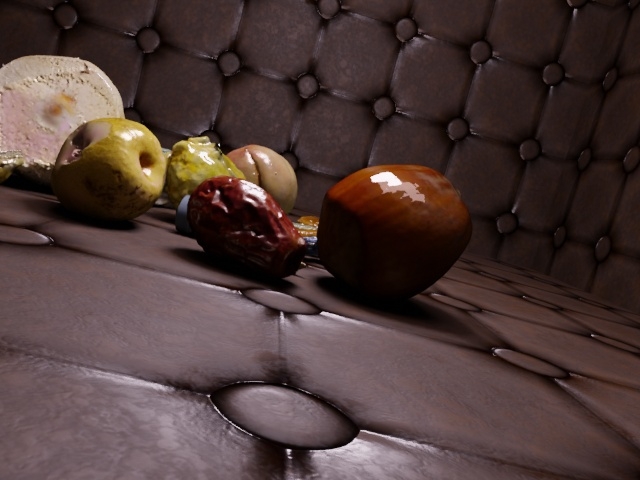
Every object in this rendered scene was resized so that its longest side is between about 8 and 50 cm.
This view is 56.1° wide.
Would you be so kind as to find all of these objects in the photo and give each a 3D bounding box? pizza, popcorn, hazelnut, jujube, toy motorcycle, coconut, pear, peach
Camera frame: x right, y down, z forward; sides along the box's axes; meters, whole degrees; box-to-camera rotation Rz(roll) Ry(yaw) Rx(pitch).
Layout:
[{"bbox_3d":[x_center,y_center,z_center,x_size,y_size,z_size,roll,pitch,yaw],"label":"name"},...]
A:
[{"bbox_3d":[-0.831,-0.163,1.430,0.188,0.080,0.204,-7,5,29],"label":"pizza"},{"bbox_3d":[-0.336,-0.171,1.770,0.215,0.286,0.252,-20,28,29],"label":"popcorn"},{"bbox_3d":[0.163,-0.022,1.411,0.366,0.365,0.366,15,6,-2],"label":"hazelnut"},{"bbox_3d":[-0.166,-0.027,1.323,0.290,0.197,0.197,34,13,22],"label":"jujube"},{"bbox_3d":[0.012,0.019,1.733,0.205,0.076,0.114,1,-10,-29],"label":"toy motorcycle"},{"bbox_3d":[-0.758,-0.337,1.720,0.405,0.404,0.404,15,6,-2],"label":"coconut"},{"bbox_3d":[-0.512,-0.167,1.445,0.272,0.270,0.271,15,6,-2],"label":"pear"},{"bbox_3d":[-0.220,-0.179,1.994,0.293,0.292,0.247,13,24,-17],"label":"peach"}]

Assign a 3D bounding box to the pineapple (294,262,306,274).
[{"bbox_3d":[-0.089,0.049,1.427,0.114,0.077,0.114,27,43,8],"label":"pineapple"}]

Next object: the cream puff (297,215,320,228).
[{"bbox_3d":[-0.032,-0.033,2.119,0.116,0.094,0.122,13,29,7],"label":"cream puff"}]

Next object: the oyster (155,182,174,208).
[{"bbox_3d":[-0.494,-0.171,2.005,0.198,0.133,0.337,19,10,16],"label":"oyster"}]

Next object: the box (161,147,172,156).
[{"bbox_3d":[-0.666,-0.269,2.340,0.183,0.175,0.312,31,14,37],"label":"box"}]

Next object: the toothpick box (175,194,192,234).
[{"bbox_3d":[-0.291,-0.051,1.577,0.153,0.101,0.101,17,6,4],"label":"toothpick box"}]

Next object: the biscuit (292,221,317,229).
[{"bbox_3d":[-0.057,-0.033,1.960,0.200,0.040,0.121,13,5,22],"label":"biscuit"}]

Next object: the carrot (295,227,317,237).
[{"bbox_3d":[0.000,0.000,1.815,0.315,0.066,0.066,4,10,-22],"label":"carrot"}]
